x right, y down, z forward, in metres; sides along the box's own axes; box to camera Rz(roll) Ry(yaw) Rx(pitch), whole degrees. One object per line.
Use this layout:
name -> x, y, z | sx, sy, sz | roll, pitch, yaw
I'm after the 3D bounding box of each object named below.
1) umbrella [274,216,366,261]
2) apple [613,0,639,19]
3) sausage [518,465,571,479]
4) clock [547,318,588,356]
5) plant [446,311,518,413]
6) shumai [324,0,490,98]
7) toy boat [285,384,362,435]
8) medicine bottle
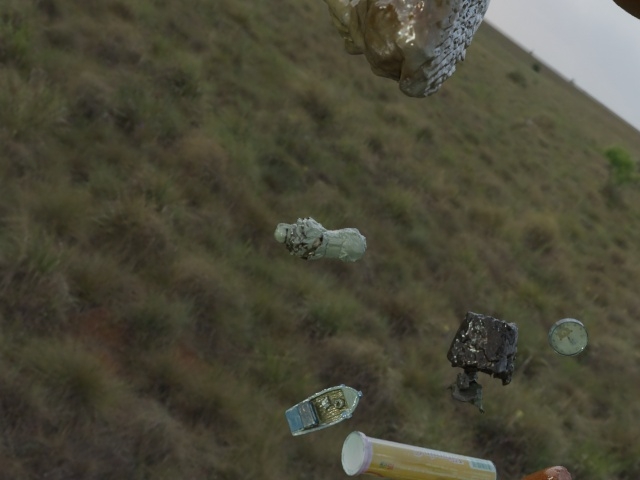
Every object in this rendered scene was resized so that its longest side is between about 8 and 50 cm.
umbrella -> 0.000, 0.000, 1.283 | 0.144, 0.062, 0.067 | 11, 67, -13
apple -> 0.612, -0.540, 1.396 | 0.384, 0.374, 0.374 | 49, 16, -12
sausage -> 0.508, 0.597, 2.009 | 0.076, 0.197, 0.076 | 29, 39, -27
clock -> 0.533, 0.209, 1.811 | 0.085, 0.085, 0.017 | 34, 13, -7
plant -> 0.340, 0.258, 1.792 | 0.131, 0.203, 0.142 | 20, 3, 34
shumai -> 0.097, -0.362, 1.209 | 0.263, 0.267, 0.314 | 22, 47, 13
toy boat -> 0.006, 0.327, 1.629 | 0.059, 0.173, 0.069 | 29, 39, -68
medicine bottle -> 0.262, 0.579, 2.157 | 0.426, 0.108, 0.108 | 18, 25, -25
